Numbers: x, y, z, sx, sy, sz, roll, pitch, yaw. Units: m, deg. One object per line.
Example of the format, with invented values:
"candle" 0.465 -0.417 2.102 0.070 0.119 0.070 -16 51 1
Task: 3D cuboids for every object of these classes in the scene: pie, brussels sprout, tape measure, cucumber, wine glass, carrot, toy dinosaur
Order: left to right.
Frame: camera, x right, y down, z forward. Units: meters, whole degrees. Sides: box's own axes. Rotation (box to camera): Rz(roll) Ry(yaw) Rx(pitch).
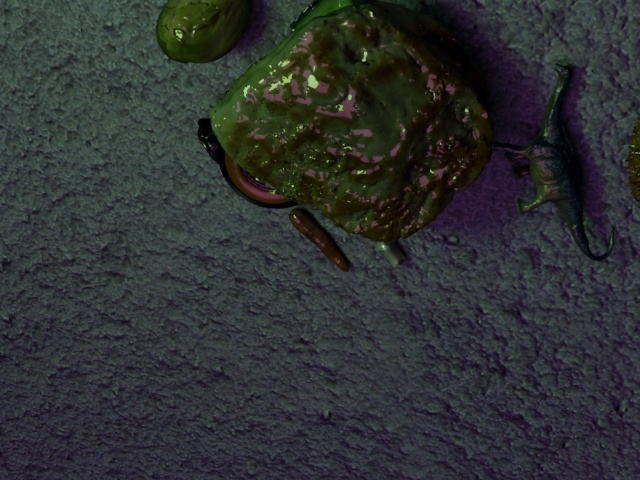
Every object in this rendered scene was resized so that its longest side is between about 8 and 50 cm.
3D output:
"brussels sprout" -0.196 -0.377 1.962 0.131 0.145 0.183 42 92 25
"tape measure" -0.085 -0.164 2.069 0.202 0.135 0.223 -27 111 27
"carrot" 0.001 0.000 2.210 0.165 0.035 0.036 45 131 -13
"cucumber" 0.011 -0.332 1.931 0.086 0.115 0.193 7 138 -36
"pie" 0.058 -0.192 1.865 0.418 0.180 0.395 27 123 -21
"wine glass" 0.126 0.011 2.156 0.083 0.042 0.039 49 168 -17
"toy dinosaur" 0.377 -0.114 1.914 0.147 0.076 0.363 -9 116 23

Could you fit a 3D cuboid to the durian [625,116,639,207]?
"durian" 0.589 -0.092 1.729 0.293 0.258 0.258 40 132 -20
